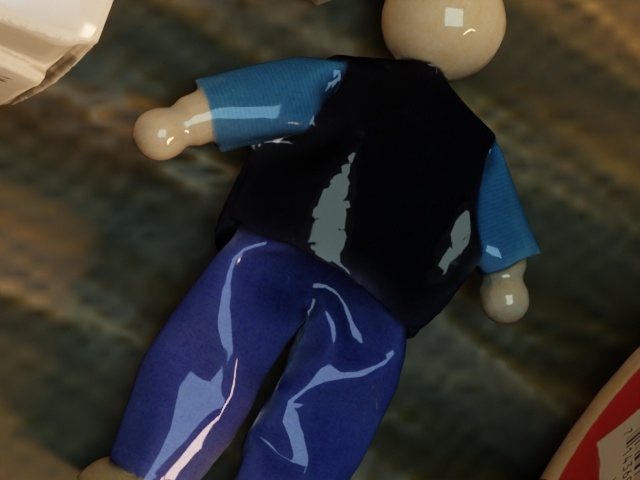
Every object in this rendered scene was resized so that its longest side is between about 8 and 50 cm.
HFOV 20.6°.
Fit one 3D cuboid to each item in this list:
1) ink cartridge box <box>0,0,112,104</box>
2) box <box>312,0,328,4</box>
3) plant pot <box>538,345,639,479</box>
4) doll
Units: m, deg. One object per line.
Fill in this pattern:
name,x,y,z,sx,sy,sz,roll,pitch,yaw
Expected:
ink cartridge box,-0.111,-0.191,0.405,0.198,0.197,0.270,20,86,-14
box,0.029,-0.131,0.490,0.101,0.102,0.087,-30,96,-11
plant pot,0.159,0.102,0.483,0.174,0.191,0.191,40,82,-8
doll,0.000,0.000,0.513,0.129,0.046,0.189,30,84,-14
